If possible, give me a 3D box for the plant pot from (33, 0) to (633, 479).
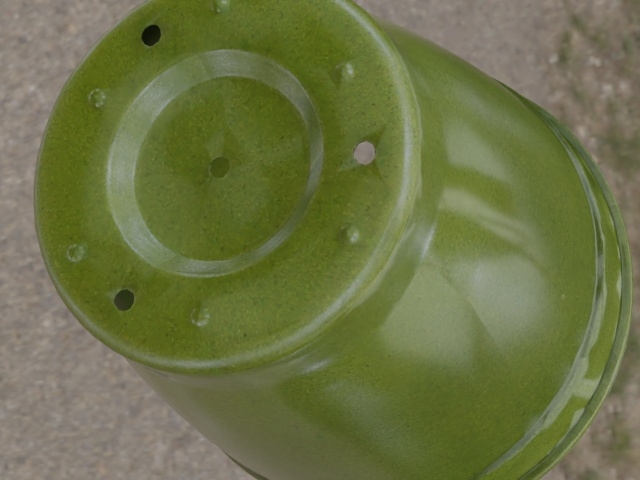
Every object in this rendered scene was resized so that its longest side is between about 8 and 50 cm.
[{"bbox_3d":[0.000,0.000,0.891,0.353,0.366,0.366,34,54,-65],"label":"plant pot"}]
